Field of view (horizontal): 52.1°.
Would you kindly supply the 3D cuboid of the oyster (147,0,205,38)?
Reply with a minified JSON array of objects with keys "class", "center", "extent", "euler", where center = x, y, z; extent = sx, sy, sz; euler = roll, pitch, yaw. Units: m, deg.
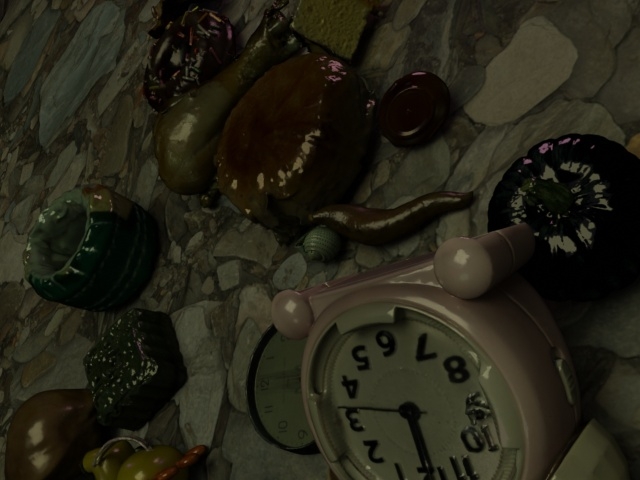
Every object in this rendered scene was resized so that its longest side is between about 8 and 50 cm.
[{"class":"oyster","center":[-0.286,-0.627,1.521],"extent":[0.221,0.096,0.361],"euler":[-8,53,50]}]

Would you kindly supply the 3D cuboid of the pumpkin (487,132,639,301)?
[{"class":"pumpkin","center":[0.285,-0.026,0.739],"extent":[0.194,0.150,0.194],"euler":[-1,86,10]}]

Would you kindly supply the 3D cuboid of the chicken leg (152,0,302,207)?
[{"class":"chicken leg","center":[-0.172,-0.278,1.266],"extent":[0.201,0.153,0.429],"euler":[37,90,32]}]

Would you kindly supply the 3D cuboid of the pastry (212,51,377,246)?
[{"class":"pastry","center":[-0.057,-0.169,1.100],"extent":[0.330,0.136,0.329],"euler":[-21,57,35]}]

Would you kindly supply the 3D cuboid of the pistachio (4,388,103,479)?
[{"class":"pistachio","center":[-0.520,0.374,1.243],"extent":[0.261,0.162,0.212],"euler":[-15,27,48]}]

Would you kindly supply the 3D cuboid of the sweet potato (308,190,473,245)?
[{"class":"sweet potato","center":[0.102,-0.029,0.956],"extent":[0.250,0.059,0.069],"euler":[-6,89,27]}]

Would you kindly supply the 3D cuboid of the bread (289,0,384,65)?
[{"class":"bread","center":[0.011,-0.394,1.142],"extent":[0.127,0.152,0.147],"euler":[14,80,54]}]

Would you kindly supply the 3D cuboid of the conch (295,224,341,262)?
[{"class":"conch","center":[0.001,0.004,1.028],"extent":[0.076,0.085,0.056],"euler":[-14,106,43]}]

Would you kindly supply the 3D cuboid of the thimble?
[{"class":"thimble","center":[-0.486,0.020,1.370],"extent":[0.288,0.167,0.254],"euler":[-19,58,33]}]

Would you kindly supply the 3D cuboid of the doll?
[{"class":"doll","center":[-0.285,0.375,1.067],"extent":[0.221,0.143,0.135],"euler":[-23,85,39]}]

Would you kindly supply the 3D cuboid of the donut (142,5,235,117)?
[{"class":"donut","center":[-0.290,-0.385,1.429],"extent":[0.270,0.103,0.269],"euler":[-17,62,36]}]

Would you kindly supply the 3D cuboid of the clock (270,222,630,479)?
[{"class":"clock","center":[0.125,0.174,0.708],"extent":[0.342,0.184,0.325],"euler":[-21,83,44]}]

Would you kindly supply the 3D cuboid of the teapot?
[{"class":"teapot","center":[0.140,-0.195,0.990],"extent":[0.098,0.078,0.129],"euler":[41,119,4]}]

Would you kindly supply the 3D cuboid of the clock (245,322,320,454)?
[{"class":"clock","center":[-0.025,0.204,0.968],"extent":[0.215,0.042,0.214],"euler":[-18,60,35]}]

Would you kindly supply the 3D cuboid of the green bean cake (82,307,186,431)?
[{"class":"green bean cake","center":[-0.349,0.232,1.203],"extent":[0.173,0.094,0.181],"euler":[-44,49,17]}]
